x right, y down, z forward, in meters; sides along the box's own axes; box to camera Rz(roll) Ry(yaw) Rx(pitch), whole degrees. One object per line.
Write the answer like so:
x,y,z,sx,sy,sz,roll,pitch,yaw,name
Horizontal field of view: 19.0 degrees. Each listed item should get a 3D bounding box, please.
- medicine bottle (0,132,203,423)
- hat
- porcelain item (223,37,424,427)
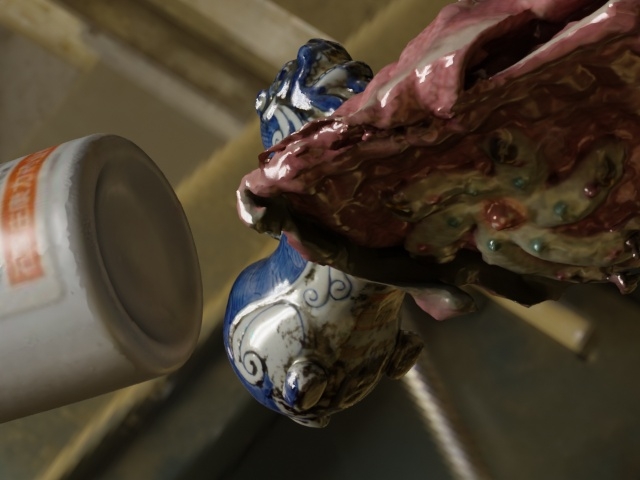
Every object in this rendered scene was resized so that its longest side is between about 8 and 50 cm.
-0.303,0.056,1.614,0.371,0.211,0.211,-16,2,22,medicine bottle
0.115,-0.034,0.821,0.236,0.107,0.286,-23,-18,17,hat
0.000,0.000,1.450,0.138,0.186,0.288,-18,-37,-39,porcelain item
